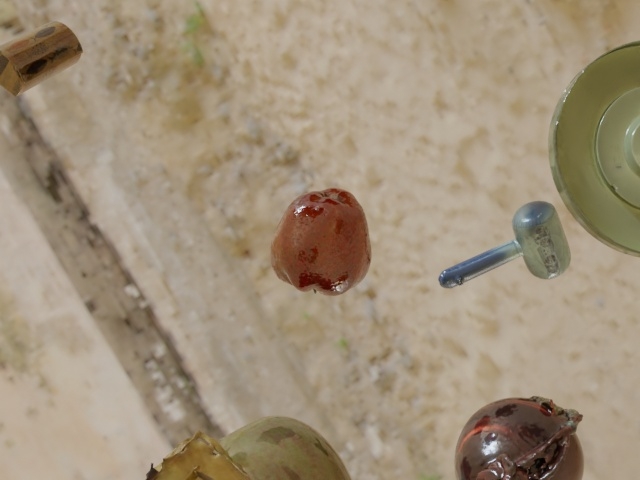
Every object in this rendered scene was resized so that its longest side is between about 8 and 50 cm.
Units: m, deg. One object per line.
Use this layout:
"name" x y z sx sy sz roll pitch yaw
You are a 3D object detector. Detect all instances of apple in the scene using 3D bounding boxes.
"apple" -0.071 0.351 1.720 0.234 0.257 0.257 60 159 8

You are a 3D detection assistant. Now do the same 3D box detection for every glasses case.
"glasses case" -0.366 -0.238 1.787 0.064 0.170 0.041 38 117 0

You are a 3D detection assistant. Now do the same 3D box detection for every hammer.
"hammer" 0.260 0.025 2.006 0.069 0.194 0.116 -112 -3 -59

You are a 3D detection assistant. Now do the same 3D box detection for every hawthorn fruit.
"hawthorn fruit" 0.000 0.000 1.787 0.133 0.132 0.138 25 107 55

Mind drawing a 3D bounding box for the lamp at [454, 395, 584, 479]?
"lamp" 0.209 0.273 1.639 0.151 0.223 0.215 56 130 18

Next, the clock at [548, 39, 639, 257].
"clock" 0.357 -0.097 1.476 0.235 0.235 0.029 58 168 2

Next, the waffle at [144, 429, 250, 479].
"waffle" -0.101 0.290 0.803 0.213 0.308 0.091 42 167 2
